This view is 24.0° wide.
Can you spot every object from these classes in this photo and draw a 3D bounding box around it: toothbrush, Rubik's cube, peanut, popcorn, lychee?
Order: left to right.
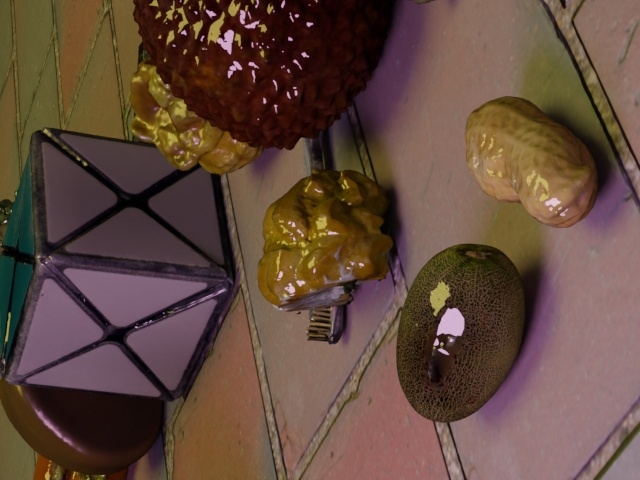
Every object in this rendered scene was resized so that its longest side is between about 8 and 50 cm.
[{"bbox_3d":[-0.280,0.031,1.982,0.259,0.254,0.260,-105,32,-44],"label":"Rubik's cube"},{"bbox_3d":[-0.134,-0.177,1.813,0.197,0.155,0.198,2,93,46],"label":"popcorn"},{"bbox_3d":[-0.062,-0.237,1.532,0.276,0.275,0.304,-108,13,-48],"label":"lychee"},{"bbox_3d":[-0.005,-0.073,1.638,0.035,0.042,0.413,128,146,-51],"label":"toothbrush"},{"bbox_3d":[0.162,-0.058,1.164,0.174,0.080,0.080,-127,49,-61],"label":"peanut"}]

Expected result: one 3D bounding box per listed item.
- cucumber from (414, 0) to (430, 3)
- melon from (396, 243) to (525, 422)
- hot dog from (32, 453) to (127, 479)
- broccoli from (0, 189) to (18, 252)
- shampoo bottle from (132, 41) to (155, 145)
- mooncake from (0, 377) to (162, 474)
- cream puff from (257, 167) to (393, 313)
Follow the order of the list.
[{"bbox_3d":[0.081,-0.319,1.480,0.245,0.067,0.067,-106,32,-49],"label":"cucumber"},{"bbox_3d":[0.112,0.077,1.213,0.099,0.099,0.162,-114,30,-53],"label":"melon"},{"bbox_3d":[-0.357,0.350,2.216,0.100,0.135,0.337,-56,-21,-82],"label":"hot dog"},{"bbox_3d":[-0.423,0.079,2.261,0.281,0.347,0.293,58,149,6],"label":"broccoli"},{"bbox_3d":[-0.230,-0.226,2.203,0.098,0.071,0.310,141,135,-63],"label":"shampoo bottle"},{"bbox_3d":[-0.334,0.208,2.096,0.117,0.234,0.235,142,132,-58],"label":"mooncake"},{"bbox_3d":[0.000,-0.001,1.485,0.156,0.121,0.156,-171,90,-74],"label":"cream puff"}]
